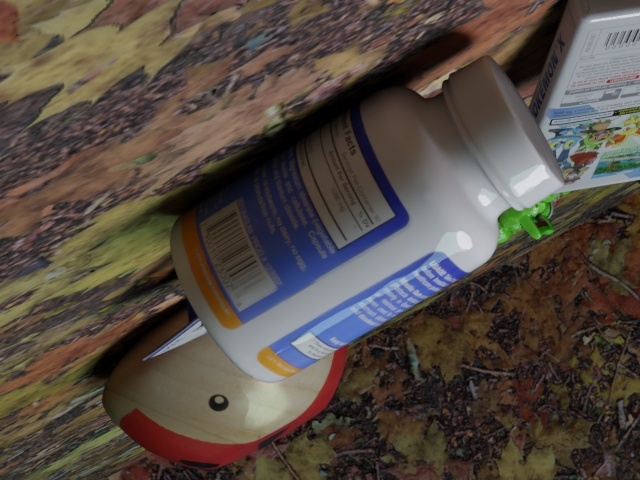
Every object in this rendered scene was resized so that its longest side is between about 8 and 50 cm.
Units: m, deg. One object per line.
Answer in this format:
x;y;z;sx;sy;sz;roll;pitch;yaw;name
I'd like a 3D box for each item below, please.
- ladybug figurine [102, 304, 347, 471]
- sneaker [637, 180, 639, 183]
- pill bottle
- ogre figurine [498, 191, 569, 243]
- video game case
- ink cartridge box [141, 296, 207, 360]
-0.093;0.158;1.762;0.305;0.162;0.449;-28;172;-7;ladybug figurine
0.498;-0.138;2.182;0.267;0.106;0.101;-23;169;-46;sneaker
0.037;-0.020;1.138;0.272;0.152;0.152;-31;172;14;pill bottle
0.270;-0.054;1.951;0.197;0.097;0.118;-21;-171;31;ogre figurine
0.341;-0.140;1.299;0.329;0.036;0.300;-10;155;-9;video game case
0.000;0.000;1.451;0.371;0.069;0.176;-25;172;-41;ink cartridge box
